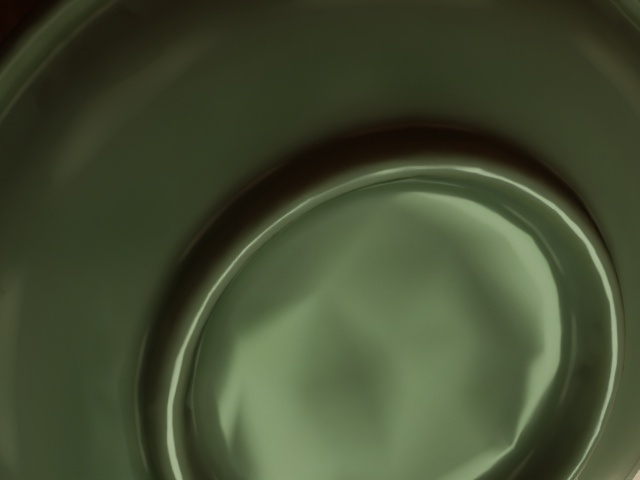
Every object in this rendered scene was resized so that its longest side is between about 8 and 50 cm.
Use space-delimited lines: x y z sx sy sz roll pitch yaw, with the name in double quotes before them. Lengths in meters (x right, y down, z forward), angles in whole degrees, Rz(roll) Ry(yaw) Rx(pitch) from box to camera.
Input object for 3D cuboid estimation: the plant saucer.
"plant saucer" 0.019 0.044 0.744 0.401 0.100 0.400 -7 113 -17
